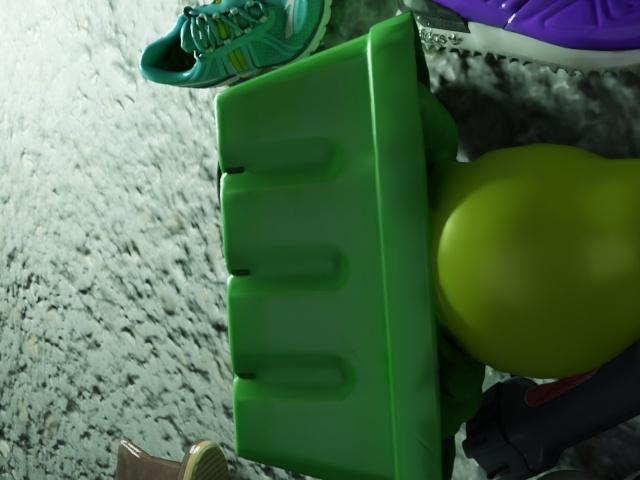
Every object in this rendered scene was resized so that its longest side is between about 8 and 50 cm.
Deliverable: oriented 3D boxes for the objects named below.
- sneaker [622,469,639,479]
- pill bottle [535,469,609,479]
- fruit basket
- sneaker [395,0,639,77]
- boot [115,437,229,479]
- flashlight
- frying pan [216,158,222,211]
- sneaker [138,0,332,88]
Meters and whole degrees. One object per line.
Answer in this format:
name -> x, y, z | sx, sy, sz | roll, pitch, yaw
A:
sneaker -> 0.321, 0.238, 0.537 | 0.281, 0.106, 0.163 | -114, 35, -52
pill bottle -> 0.200, 0.364, 0.716 | 0.160, 0.160, 0.283 | 41, 126, 26
fruit basket -> 0.112, 0.014, 0.617 | 0.391, 0.283, 0.393 | 0, 89, 11
sneaker -> 0.172, -0.219, 0.589 | 0.293, 0.102, 0.146 | 18, 130, 37
boot -> -0.241, 0.359, 1.157 | 0.206, 0.090, 0.249 | 28, 123, 31
flashlight -> 0.241, 0.109, 0.657 | 0.103, 0.103, 0.304 | 55, 135, 10
frying pan -> 0.004, -0.027, 0.854 | 0.326, 0.053, 0.197 | 29, 120, 31
sneaker -> -0.096, -0.228, 0.845 | 0.275, 0.110, 0.107 | -19, 89, 43
